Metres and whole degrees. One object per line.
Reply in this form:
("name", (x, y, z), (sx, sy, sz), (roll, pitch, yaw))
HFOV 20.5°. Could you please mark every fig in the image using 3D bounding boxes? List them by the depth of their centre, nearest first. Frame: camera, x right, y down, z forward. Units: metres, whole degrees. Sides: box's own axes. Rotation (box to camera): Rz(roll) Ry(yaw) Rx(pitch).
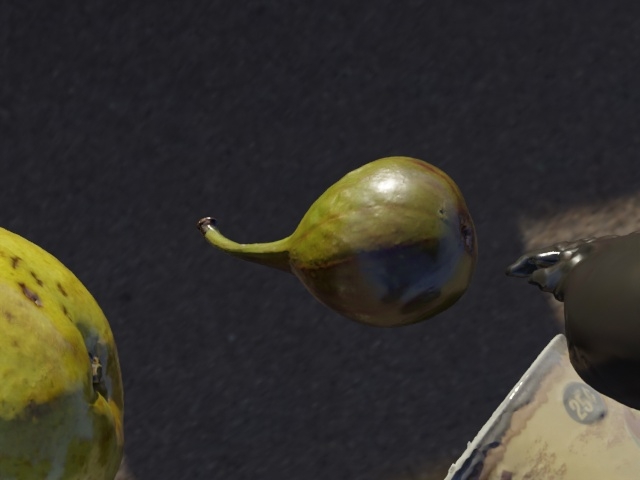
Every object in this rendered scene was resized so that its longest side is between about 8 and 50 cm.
("fig", (0.000, 0.000, 1.305), (0.124, 0.236, 0.124), (-8, 99, -62))

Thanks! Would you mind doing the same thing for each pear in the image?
("pear", (-0.291, 0.125, 1.322), (0.304, 0.304, 0.304), (9, 67, -22))

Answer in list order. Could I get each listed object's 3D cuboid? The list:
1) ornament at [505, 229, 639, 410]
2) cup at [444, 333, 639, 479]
("ornament", (0.224, 0.025, 0.779), (0.251, 0.260, 0.106), (-4, 93, -9))
("cup", (0.233, 0.266, 1.582), (0.257, 0.301, 0.227), (39, 63, 10))
